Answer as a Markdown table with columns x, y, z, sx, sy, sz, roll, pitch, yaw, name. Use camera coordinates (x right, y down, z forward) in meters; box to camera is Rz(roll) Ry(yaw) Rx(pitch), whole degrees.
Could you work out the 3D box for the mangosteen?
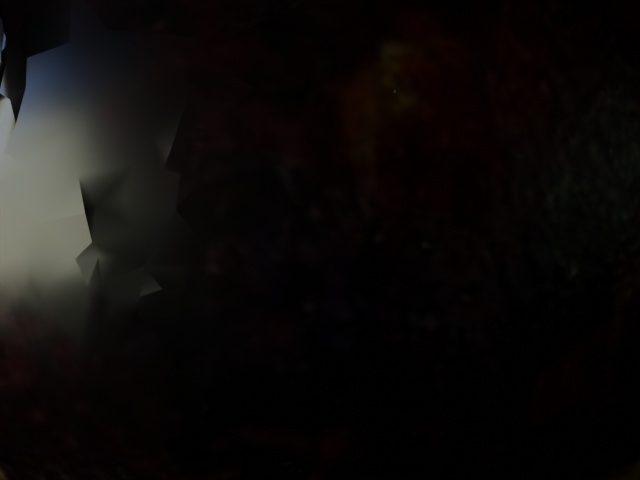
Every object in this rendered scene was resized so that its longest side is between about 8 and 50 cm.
| x | y | z | sx | sy | sz | roll | pitch | yaw | name |
| --- | --- | --- | --- | --- | --- | --- | --- | --- | --- |
| -0.010 | -0.011 | 0.610 | 0.311 | 0.311 | 0.311 | 11 | 102 | 60 | mangosteen |
